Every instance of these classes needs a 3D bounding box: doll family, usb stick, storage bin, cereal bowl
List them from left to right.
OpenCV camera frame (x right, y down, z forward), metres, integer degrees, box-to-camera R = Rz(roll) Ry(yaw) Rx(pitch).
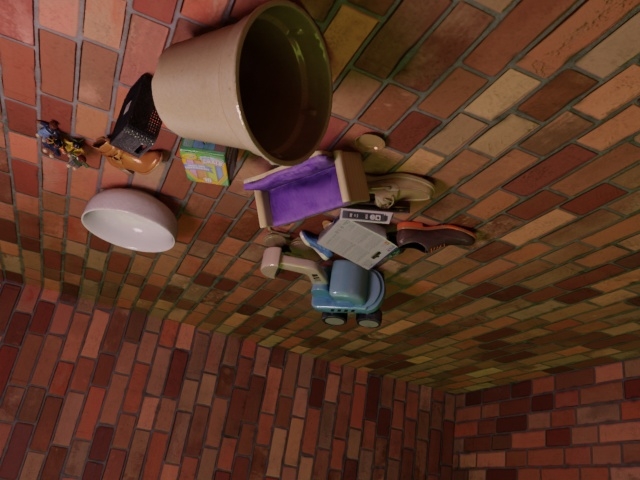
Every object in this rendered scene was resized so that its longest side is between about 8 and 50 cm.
[{"bbox_3d":[-0.795,-0.296,1.856,0.193,0.076,0.111,30,153,-32],"label":"doll family"},{"bbox_3d":[-0.673,-0.090,2.168,0.338,0.141,0.339,7,155,3],"label":"cereal bowl"},{"bbox_3d":[-0.465,-0.321,1.557,0.084,0.180,0.122,25,151,-31],"label":"storage bin"},{"bbox_3d":[-0.181,0.084,2.473,0.077,0.045,0.278,14,155,-10],"label":"usb stick"}]

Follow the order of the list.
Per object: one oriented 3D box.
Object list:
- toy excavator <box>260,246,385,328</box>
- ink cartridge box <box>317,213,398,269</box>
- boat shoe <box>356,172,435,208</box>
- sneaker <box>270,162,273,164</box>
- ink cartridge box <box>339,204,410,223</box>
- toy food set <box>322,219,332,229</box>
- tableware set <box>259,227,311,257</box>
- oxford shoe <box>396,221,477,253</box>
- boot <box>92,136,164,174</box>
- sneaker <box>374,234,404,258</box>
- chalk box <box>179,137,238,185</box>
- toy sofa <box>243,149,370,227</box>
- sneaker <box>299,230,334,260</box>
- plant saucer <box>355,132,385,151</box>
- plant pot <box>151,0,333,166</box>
[{"bbox_3d":[0.026,0.153,2.350,0.432,0.223,0.445,1,151,15],"label":"toy excavator"},{"bbox_3d":[0.130,0.000,2.099,0.223,0.045,0.223,29,146,-12],"label":"ink cartridge box"},{"bbox_3d":[0.190,-0.139,1.806,0.302,0.098,0.109,5,155,9],"label":"boat shoe"},{"bbox_3d":[-0.111,-0.292,1.629,0.086,0.085,0.237,-15,153,-7],"label":"sneaker"},{"bbox_3d":[0.174,-0.084,1.876,0.208,0.045,0.206,4,-172,9],"label":"ink cartridge box"},{"bbox_3d":[0.049,-0.046,2.146,0.083,0.020,0.083,4,155,11],"label":"toy food set"},{"bbox_3d":[-0.126,0.002,2.294,0.194,0.039,0.128,14,144,-23],"label":"tableware set"},{"bbox_3d":[0.391,0.004,2.039,0.271,0.099,0.097,5,155,11],"label":"oxford shoe"},{"bbox_3d":[-0.593,-0.268,1.849,0.197,0.073,0.152,-11,144,31],"label":"boot"},{"bbox_3d":[0.229,0.027,2.199,0.223,0.083,0.098,-5,171,41],"label":"sneaker"},{"bbox_3d":[-0.311,-0.266,1.679,0.132,0.133,0.213,9,154,2],"label":"chalk box"},{"bbox_3d":[-0.051,-0.143,1.756,0.362,0.150,0.177,-15,174,41],"label":"toy sofa"},{"bbox_3d":[0.000,0.000,2.226,0.152,0.058,0.084,43,115,-14],"label":"sneaker"},{"bbox_3d":[0.136,-0.271,1.646,0.083,0.015,0.083,8,156,3],"label":"plant saucer"},{"bbox_3d":[-0.189,-0.332,1.322,0.305,0.334,0.334,6,157,33],"label":"plant pot"}]
